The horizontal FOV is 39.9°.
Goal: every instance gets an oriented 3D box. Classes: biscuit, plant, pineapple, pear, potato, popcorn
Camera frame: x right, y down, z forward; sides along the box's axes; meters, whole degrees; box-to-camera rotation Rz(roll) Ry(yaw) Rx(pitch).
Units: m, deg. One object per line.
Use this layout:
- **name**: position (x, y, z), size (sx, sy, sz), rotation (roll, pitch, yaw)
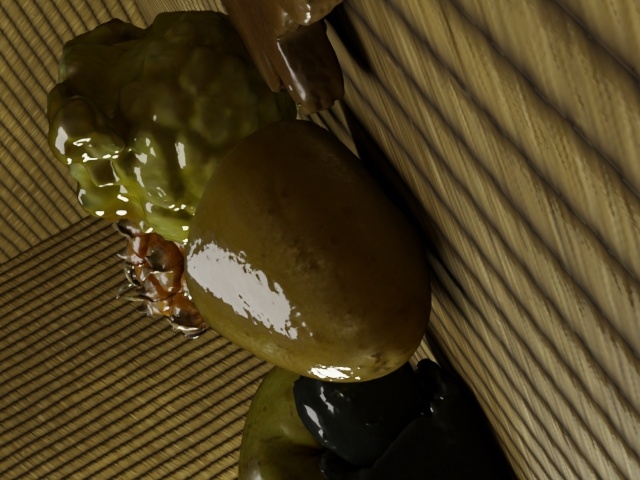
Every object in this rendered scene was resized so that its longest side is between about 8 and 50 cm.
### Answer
- **biscuit**: position (-0.036, -0.170, 0.521), size (0.301, 0.049, 0.196), rotation (102, 143, -82)
- **plant**: position (0.083, 0.202, 0.867), size (0.256, 0.164, 0.142), rotation (45, 180, -5)
- **pineapple**: position (-0.187, -0.067, 1.082), size (0.344, 0.209, 0.286), rotation (-111, 8, -64)
- **pear**: position (0.036, 0.305, 1.257), size (0.303, 0.304, 0.304), rotation (60, 175, 8)
- **potato**: position (0.012, 0.032, 0.656), size (0.158, 0.178, 0.203), rotation (37, 137, 37)
- **popcorn**: position (-0.131, -0.100, 0.753), size (0.237, 0.205, 0.252), rotation (27, -162, 40)
